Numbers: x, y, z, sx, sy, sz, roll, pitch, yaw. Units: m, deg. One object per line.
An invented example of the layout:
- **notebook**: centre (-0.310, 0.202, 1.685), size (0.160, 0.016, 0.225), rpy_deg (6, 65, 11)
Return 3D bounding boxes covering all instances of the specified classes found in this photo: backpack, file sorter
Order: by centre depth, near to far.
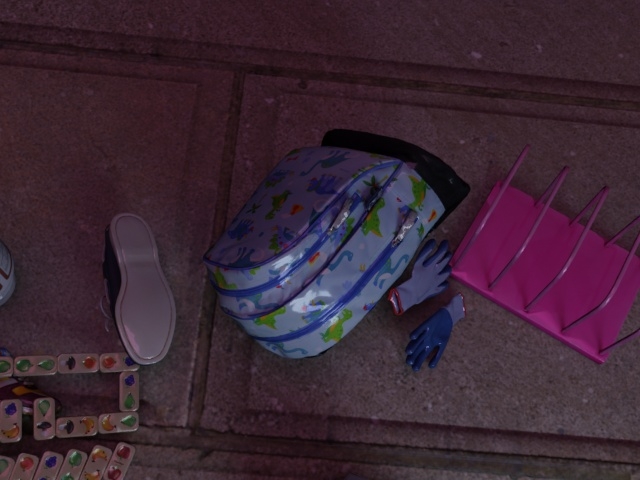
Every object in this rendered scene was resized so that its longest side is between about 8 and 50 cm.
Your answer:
- **backpack**: centre (0.000, 0.000, 1.093), size (0.290, 0.273, 0.355), rpy_deg (20, 80, 51)
- **file sorter**: centre (0.386, 0.016, 1.156), size (0.291, 0.182, 0.202), rpy_deg (31, 68, 9)

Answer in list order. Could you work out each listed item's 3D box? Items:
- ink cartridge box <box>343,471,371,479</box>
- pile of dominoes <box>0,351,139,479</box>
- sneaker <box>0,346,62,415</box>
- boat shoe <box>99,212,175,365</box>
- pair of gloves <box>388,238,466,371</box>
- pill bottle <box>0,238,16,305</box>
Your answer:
- **ink cartridge box**: centre (0.072, 0.437, 0.975), size (0.153, 0.087, 0.208), rpy_deg (-44, 97, -19)
- **pile of dominoes**: centre (-0.376, 0.256, 1.023), size (0.251, 0.040, 0.195), rpy_deg (1, 79, -23)
- **sneaker**: centre (-0.461, 0.201, 1.075), size (0.186, 0.069, 0.083), rpy_deg (15, 72, 1)
- **boat shoe**: centre (-0.289, 0.080, 1.125), size (0.095, 0.079, 0.254), rpy_deg (-3, 60, -35)
- **pair of gloves**: centre (0.167, 0.101, 1.126), size (0.023, 0.198, 0.159), rpy_deg (13, 39, 42)
- **pill bottle**: centre (-0.521, 0.028, 1.063), size (0.121, 0.216, 0.121), rpy_deg (2, 67, -4)
